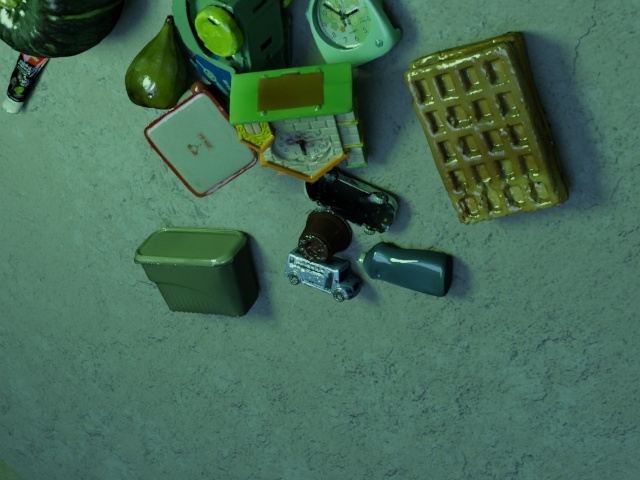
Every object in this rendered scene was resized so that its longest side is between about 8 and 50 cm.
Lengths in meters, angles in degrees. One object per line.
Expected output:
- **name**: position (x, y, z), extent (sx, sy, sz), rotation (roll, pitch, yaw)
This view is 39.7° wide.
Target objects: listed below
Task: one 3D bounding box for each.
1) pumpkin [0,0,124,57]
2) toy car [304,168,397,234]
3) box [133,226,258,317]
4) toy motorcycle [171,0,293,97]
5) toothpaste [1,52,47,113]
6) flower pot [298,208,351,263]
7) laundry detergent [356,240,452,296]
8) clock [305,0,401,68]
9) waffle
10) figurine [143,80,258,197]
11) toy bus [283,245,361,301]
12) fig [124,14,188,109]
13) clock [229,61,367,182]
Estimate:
- **pumpkin**: position (-0.539, -0.517, 1.743), extent (0.323, 0.241, 0.323), rotation (14, 131, 16)
- **toy car**: position (0.061, -0.086, 1.810), extent (0.205, 0.056, 0.095), rotation (27, 130, 16)
- **box**: position (-0.285, 0.077, 2.067), extent (0.274, 0.138, 0.178), rotation (3, 126, 29)
- **toy motorcycle**: position (-0.167, -0.375, 1.685), extent (0.200, 0.191, 0.326), rotation (28, 148, 21)
- **toothpaste**: position (-0.689, -0.380, 2.054), extent (0.071, 0.045, 0.193), rotation (40, 125, 0)
- **flower pot**: position (0.000, 0.000, 1.879), extent (0.111, 0.089, 0.111), rotation (14, 126, 21)
- **laundry detergent**: position (0.169, 0.055, 1.840), extent (0.206, 0.061, 0.096), rotation (12, 133, 24)
- **clock**: position (0.050, -0.410, 1.600), extent (0.148, 0.060, 0.188), rotation (-14, 112, 36)
- **waffle**: position (0.300, -0.191, 1.581), extent (0.224, 0.098, 0.328), rotation (-8, 115, 35)
- **figurine**: position (-0.232, -0.233, 1.784), extent (0.160, 0.226, 0.183), rotation (-31, 116, 13)
- **toy bus**: position (0.008, 0.071, 1.932), extent (0.167, 0.073, 0.076), rotation (19, 117, 20)
- **fig**: position (-0.346, -0.359, 1.820), extent (0.133, 0.126, 0.185), rotation (-148, 43, -63)
- **clock**: position (-0.031, -0.204, 1.660), extent (0.220, 0.106, 0.255), rotation (-5, 152, 9)
